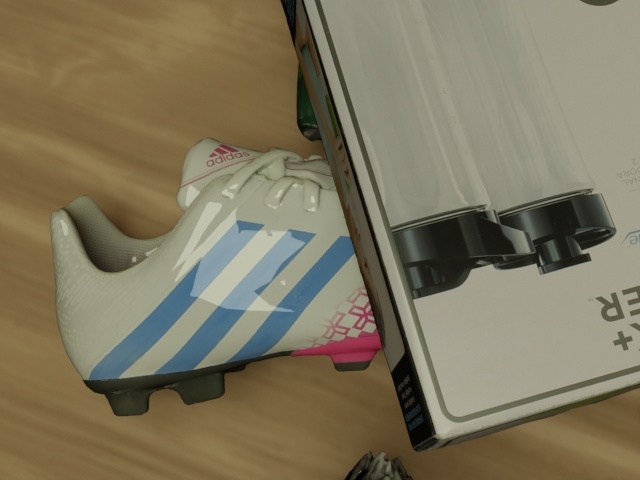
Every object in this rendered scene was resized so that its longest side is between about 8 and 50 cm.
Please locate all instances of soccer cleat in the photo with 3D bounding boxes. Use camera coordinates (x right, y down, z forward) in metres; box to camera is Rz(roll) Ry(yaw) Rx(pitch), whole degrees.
[{"bbox_3d":[0.000,0.000,0.581,0.331,0.116,0.143,-14,98,8],"label":"soccer cleat"}]

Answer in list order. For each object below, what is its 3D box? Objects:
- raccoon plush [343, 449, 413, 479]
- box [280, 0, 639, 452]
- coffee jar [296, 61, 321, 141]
[{"bbox_3d":[0.058,0.327,0.532,0.299,0.216,0.446,35,97,2],"label":"raccoon plush"},{"bbox_3d":[0.087,-0.061,0.498,0.169,0.087,0.290,-14,76,-5],"label":"box"},{"bbox_3d":[0.031,-0.153,0.612,0.096,0.079,0.185,-3,86,6],"label":"coffee jar"}]
